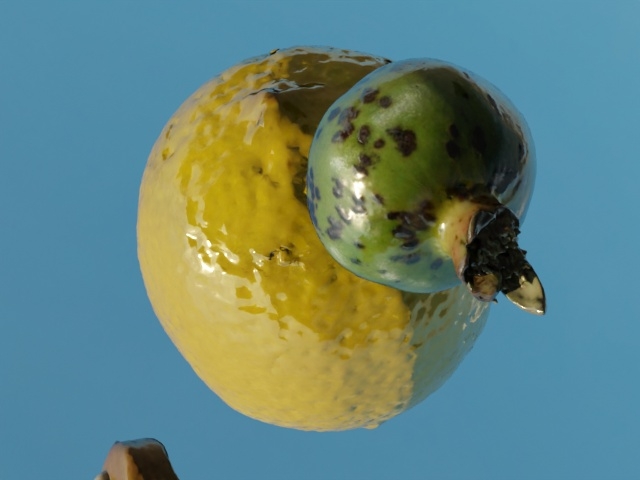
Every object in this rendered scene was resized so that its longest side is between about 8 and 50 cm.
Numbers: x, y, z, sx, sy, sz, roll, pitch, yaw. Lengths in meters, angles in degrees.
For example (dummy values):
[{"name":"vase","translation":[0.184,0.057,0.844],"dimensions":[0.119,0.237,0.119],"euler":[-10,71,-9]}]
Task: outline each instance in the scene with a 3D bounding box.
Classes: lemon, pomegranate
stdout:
[{"name":"lemon","translation":[-0.001,-0.002,1.168],"dimensions":[0.336,0.336,0.336],"euler":[9,-122,-15]},{"name":"pomegranate","translation":[0.059,-0.021,0.670],"dimensions":[0.122,0.122,0.161],"euler":[-10,-142,-25]}]

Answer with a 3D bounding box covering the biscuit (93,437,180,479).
[{"name":"biscuit","translation":[-0.032,0.207,0.548],"dimensions":[0.049,0.197,0.301],"euler":[-15,-152,-26]}]
